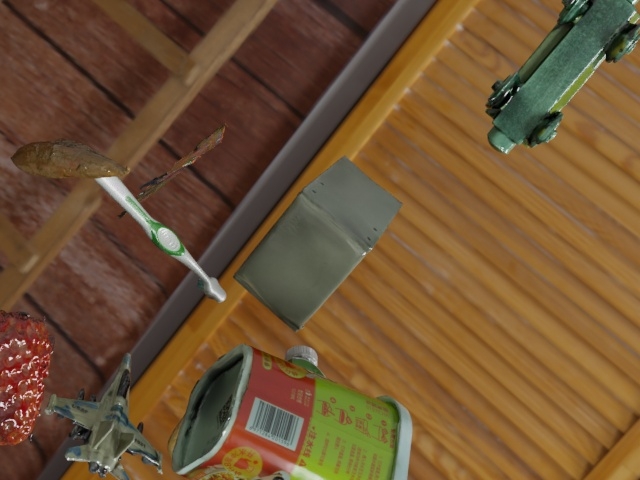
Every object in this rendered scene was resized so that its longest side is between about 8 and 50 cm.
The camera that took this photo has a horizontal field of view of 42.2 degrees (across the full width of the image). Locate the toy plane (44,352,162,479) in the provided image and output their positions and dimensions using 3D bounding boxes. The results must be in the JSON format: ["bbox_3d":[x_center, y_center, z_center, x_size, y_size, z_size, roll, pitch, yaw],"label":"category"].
[{"bbox_3d":[-0.306,0.253,1.214,0.192,0.088,0.262,36,12,-19],"label":"toy plane"}]

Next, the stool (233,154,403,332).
[{"bbox_3d":[0.000,0.000,1.636,0.170,0.244,0.270,41,28,0],"label":"stool"}]

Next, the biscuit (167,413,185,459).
[{"bbox_3d":[-0.211,0.362,1.681,0.118,0.247,0.029,39,-32,-8],"label":"biscuit"}]

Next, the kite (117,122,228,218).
[{"bbox_3d":[-0.227,-0.136,1.434,0.016,0.321,0.234,55,37,-5],"label":"kite"}]

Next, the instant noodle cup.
[{"bbox_3d":[-0.052,0.330,1.339,0.307,0.294,0.294,32,11,-20],"label":"instant noodle cup"}]

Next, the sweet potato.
[{"bbox_3d":[-0.369,-0.118,1.210,0.205,0.068,0.060,13,-28,19],"label":"sweet potato"}]

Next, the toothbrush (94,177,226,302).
[{"bbox_3d":[-0.275,-0.008,1.442,0.040,0.042,0.418,12,-28,34],"label":"toothbrush"}]

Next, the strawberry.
[{"bbox_3d":[-0.696,0.269,1.701,0.253,0.280,0.150,8,-17,-10],"label":"strawberry"}]

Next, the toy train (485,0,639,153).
[{"bbox_3d":[0.476,-0.345,1.649,0.160,0.397,0.253,40,19,3],"label":"toy train"}]

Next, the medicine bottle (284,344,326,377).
[{"bbox_3d":[-0.053,0.372,2.157,0.132,0.088,0.189,36,33,-28],"label":"medicine bottle"}]
